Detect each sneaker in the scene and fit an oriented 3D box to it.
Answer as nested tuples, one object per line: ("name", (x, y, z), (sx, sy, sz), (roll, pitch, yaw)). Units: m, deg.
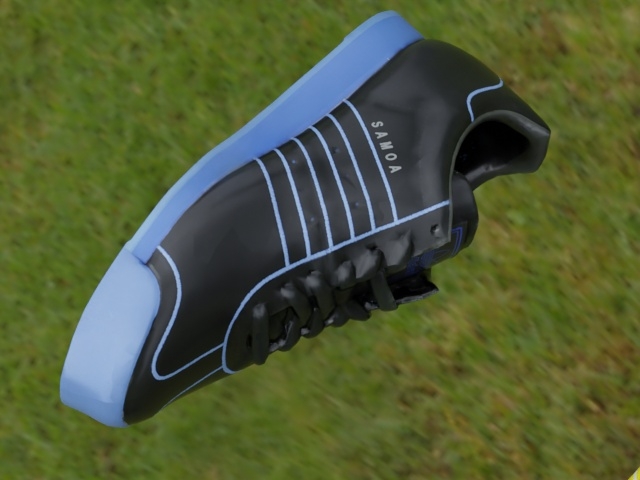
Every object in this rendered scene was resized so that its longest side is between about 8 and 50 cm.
("sneaker", (0.000, 0.000, 0.768), (0.090, 0.081, 0.232), (33, 60, 18))

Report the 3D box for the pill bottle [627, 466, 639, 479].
("pill bottle", (0.270, 0.218, 1.630), (0.083, 0.043, 0.043), (-55, 46, 37))
